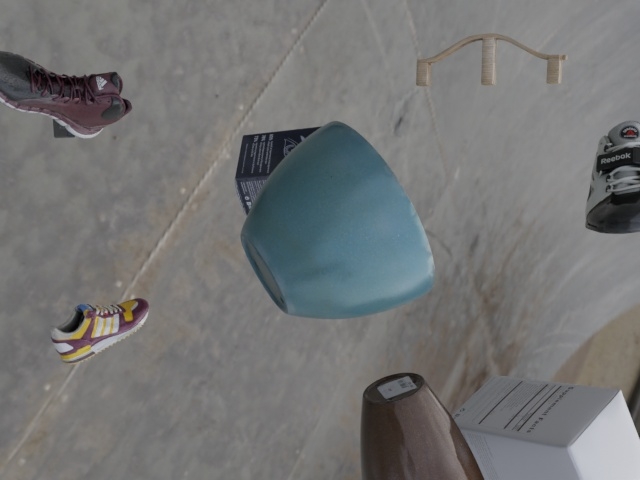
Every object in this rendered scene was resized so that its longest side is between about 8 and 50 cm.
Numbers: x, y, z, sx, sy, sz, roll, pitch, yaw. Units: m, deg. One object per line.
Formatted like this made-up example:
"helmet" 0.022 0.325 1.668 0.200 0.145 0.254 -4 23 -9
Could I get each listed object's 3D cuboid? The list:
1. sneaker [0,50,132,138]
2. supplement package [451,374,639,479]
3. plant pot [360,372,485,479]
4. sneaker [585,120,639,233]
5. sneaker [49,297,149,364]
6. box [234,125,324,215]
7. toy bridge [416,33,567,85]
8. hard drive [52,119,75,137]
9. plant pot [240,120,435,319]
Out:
"sneaker" -0.451 -0.283 1.362 0.281 0.163 0.106 23 56 -59
"supplement package" 0.412 0.378 1.402 0.175 0.293 0.177 -33 106 -32
"plant pot" 0.153 0.348 1.278 0.215 0.215 0.230 -31 109 -51
"sneaker" 0.490 -0.111 1.233 0.330 0.123 0.146 -48 130 -61
"sneaker" -0.386 0.139 1.344 0.185 0.070 0.083 -37 124 -37
"box" -0.062 -0.146 1.588 0.153 0.207 0.108 -85 168 -45
"toy bridge" 0.214 -0.228 0.959 0.026 0.188 0.063 -16 108 -64
"hard drive" -0.630 -0.299 1.864 0.022 0.135 0.094 -7 99 -33
"plant pot" 0.000 0.000 1.103 0.195 0.290 0.290 -30 139 -14
